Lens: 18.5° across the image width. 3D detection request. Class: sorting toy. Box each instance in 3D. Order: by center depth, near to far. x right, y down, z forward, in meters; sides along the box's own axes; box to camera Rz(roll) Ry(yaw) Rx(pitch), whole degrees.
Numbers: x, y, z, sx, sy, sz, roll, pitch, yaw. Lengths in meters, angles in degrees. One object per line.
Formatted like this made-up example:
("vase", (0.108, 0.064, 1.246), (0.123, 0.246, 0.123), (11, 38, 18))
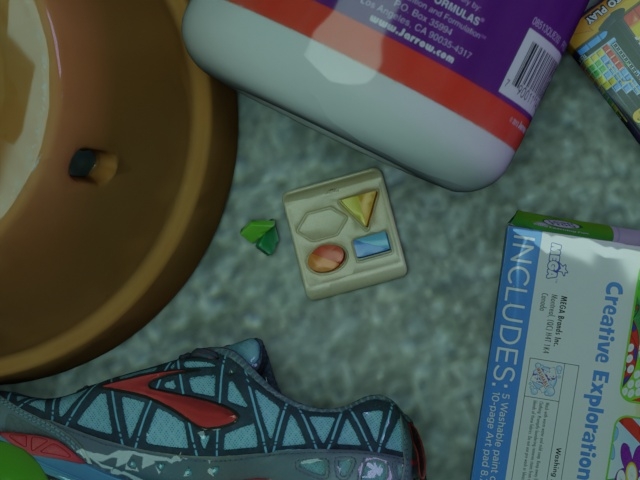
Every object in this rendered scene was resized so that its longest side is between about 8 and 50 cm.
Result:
("sorting toy", (0.000, 0.000, 1.069), (0.083, 0.012, 0.062), (-15, 86, 7))

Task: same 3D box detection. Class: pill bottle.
("pill bottle", (0.073, -0.199, 0.982), (0.181, 0.181, 0.323), (26, 91, 8))

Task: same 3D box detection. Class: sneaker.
("sneaker", (-0.068, 0.111, 1.048), (0.262, 0.104, 0.125), (12, 60, 16))

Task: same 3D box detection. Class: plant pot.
("plant pot", (-0.203, -0.068, 1.005), (0.291, 0.203, 0.291), (0, 87, 9))

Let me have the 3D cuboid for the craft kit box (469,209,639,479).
("craft kit box", (0.200, 0.125, 0.995), (0.246, 0.061, 0.250), (10, 101, 11))

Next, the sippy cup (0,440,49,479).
("sippy cup", (-0.252, 0.191, 0.988), (0.305, 0.240, 0.224), (-21, 75, 4))

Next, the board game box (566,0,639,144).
("board game box", (0.233, -0.102, 1.024), (0.170, 0.048, 0.141), (-37, 82, 5))
